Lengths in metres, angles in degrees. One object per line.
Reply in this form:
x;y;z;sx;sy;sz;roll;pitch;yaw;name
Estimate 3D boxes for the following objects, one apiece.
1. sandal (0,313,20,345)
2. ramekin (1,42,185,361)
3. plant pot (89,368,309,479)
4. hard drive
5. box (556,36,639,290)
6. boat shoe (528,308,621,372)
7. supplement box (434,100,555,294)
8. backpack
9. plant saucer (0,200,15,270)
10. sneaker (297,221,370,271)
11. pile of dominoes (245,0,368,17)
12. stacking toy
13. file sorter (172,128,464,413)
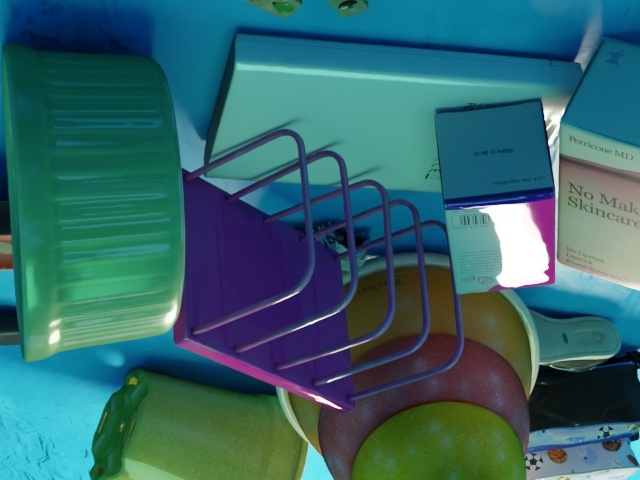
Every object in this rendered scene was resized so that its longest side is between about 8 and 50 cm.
-0.493;0.108;1.963;0.254;0.054;0.097;3;162;-32;sandal
-0.222;-0.040;1.418;0.148;0.303;0.303;-4;154;-13;ramekin
-0.194;0.316;2.192;0.254;0.276;0.276;24;144;-23;plant pot
0.068;-0.124;1.540;0.353;0.047;0.233;3;153;-12;hard drive
0.328;-0.067;1.486;0.148;0.127;0.232;19;148;22;box
0.302;0.145;2.050;0.233;0.084;0.079;7;152;-23;boat shoe
0.185;-0.039;1.542;0.111;0.114;0.220;-6;152;5;supplement box
0.351;0.289;2.224;0.276;0.213;0.263;-1;164;-10;backpack
-0.358;-0.006;1.677;0.259;0.048;0.258;1;171;-5;plant saucer
0.000;0.000;1.788;0.135;0.052;0.058;3;144;-26;sneaker
0.034;-0.268;1.259;0.196;0.040;0.251;20;146;-36;pile of dominoes
0.130;0.268;1.769;0.350;0.480;0.351;-2;122;-4;stacking toy
0.002;0.033;1.580;0.182;0.202;0.290;-23;148;30;file sorter
